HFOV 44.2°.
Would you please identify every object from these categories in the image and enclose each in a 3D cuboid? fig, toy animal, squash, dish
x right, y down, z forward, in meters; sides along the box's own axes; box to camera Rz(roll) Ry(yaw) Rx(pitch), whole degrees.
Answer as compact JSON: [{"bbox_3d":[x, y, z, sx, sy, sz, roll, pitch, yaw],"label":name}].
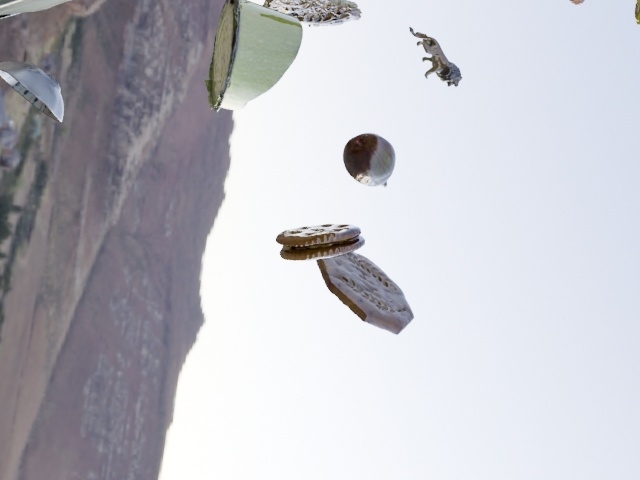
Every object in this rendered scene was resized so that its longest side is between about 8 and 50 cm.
[{"bbox_3d":[0.110,-0.154,1.620,0.103,0.154,0.109,-41,-137,-2],"label":"fig"},{"bbox_3d":[0.307,-0.509,2.192,0.086,0.220,0.069,-31,-149,28],"label":"toy animal"},{"bbox_3d":[-0.141,-0.344,1.495,0.220,0.133,0.220,-36,-132,55],"label":"squash"},{"bbox_3d":[-0.658,-0.360,1.822,0.066,0.191,0.191,-52,-172,-11],"label":"dish"}]

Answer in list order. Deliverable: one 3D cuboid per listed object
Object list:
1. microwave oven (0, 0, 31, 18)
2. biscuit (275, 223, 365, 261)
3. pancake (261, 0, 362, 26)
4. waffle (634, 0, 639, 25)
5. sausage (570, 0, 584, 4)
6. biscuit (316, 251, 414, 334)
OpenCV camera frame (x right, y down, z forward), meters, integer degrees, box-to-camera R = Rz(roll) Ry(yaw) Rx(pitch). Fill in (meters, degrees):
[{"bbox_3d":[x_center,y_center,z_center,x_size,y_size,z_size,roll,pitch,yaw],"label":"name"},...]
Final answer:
[{"bbox_3d":[-0.495,-0.563,1.416,0.394,0.333,0.247,-97,168,-72],"label":"microwave oven"},{"bbox_3d":[0.000,0.000,1.937,0.220,0.220,0.066,-147,-133,-76],"label":"biscuit"},{"bbox_3d":[-0.034,-0.625,2.005,0.244,0.266,0.057,67,20,-66],"label":"pancake"},{"bbox_3d":[0.754,-0.533,1.678,0.051,0.291,0.291,26,-72,56],"label":"waffle"},{"bbox_3d":[0.489,-0.482,1.491,0.034,0.034,0.083,122,-12,-61],"label":"sausage"},{"bbox_3d":[0.137,0.140,2.349,0.046,0.359,0.359,-53,-155,23],"label":"biscuit"}]
